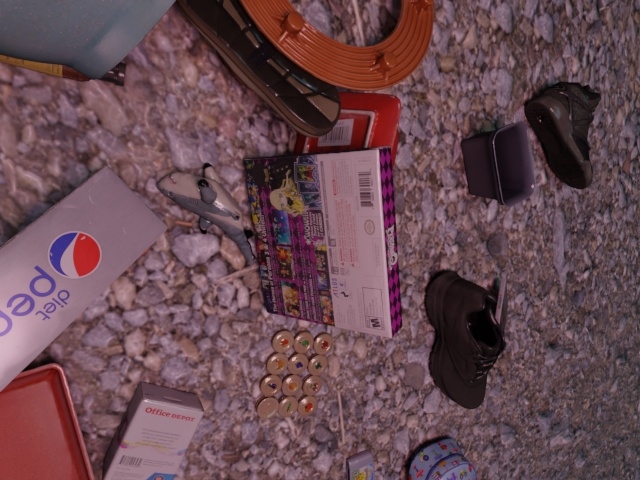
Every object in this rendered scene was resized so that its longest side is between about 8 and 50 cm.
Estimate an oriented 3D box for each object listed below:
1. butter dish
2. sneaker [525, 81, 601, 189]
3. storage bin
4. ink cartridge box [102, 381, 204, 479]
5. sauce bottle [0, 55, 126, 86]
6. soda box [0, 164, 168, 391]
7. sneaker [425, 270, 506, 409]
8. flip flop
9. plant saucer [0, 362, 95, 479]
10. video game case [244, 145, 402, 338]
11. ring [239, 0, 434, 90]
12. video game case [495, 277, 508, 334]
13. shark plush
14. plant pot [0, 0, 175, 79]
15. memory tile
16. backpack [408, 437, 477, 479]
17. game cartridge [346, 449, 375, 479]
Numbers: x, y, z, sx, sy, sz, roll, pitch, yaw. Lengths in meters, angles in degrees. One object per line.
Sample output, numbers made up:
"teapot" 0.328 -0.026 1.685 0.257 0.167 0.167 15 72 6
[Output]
"butter dish" 0.050 -0.119 0.597 0.118 0.160 0.160 7 98 -53
"sneaker" 0.509 -0.216 0.825 0.130 0.087 0.228 -40 109 -7
"storage bin" 0.315 -0.139 0.740 0.098 0.091 0.135 -25 111 -20
"ink cartridge box" -0.229 0.268 0.569 0.088 0.052 0.123 26 89 -28
"sauce bottle" -0.285 -0.201 0.457 0.128 0.042 0.042 6 97 -30
"soda box" -0.300 0.053 0.421 0.098 0.091 0.286 52 56 -25
"sneaker" 0.275 0.203 0.766 0.108 0.130 0.287 -24 111 -23
"flip flop" -0.083 -0.241 0.521 0.277 0.080 0.112 47 67 -13
"plant saucer" -0.402 0.299 0.471 0.258 0.047 0.260 -15 96 -24
"video game case" 0.000 0.000 0.549 0.041 0.210 0.233 -25 112 -52
"ring" 0.029 -0.362 0.535 0.336 0.032 0.338 4 82 -30
"video game case" 0.357 0.148 0.818 0.122 0.011 0.087 -60 140 -40
"shark plush" -0.143 -0.035 0.569 0.067 0.073 0.161 -32 131 9
"plant pot" -0.226 -0.271 0.350 0.196 0.293 0.293 39 82 -40
"memory tile" -0.041 0.219 0.676 0.113 0.012 0.148 12 95 -28
"backpack" 0.250 0.496 0.819 0.158 0.116 0.174 -3 98 -27
"game cartridge" 0.076 0.437 0.776 0.055 0.017 0.084 -11 105 -28
